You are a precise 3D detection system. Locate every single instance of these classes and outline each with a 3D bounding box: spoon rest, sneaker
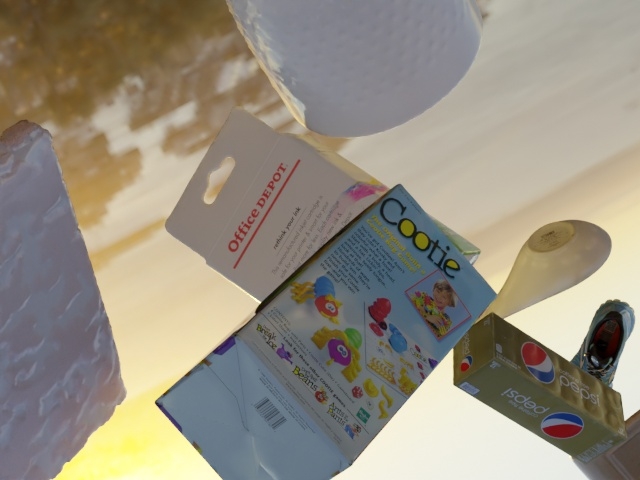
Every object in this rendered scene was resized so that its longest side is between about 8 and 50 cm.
[{"bbox_3d":[0.273,0.051,2.103,0.276,0.084,0.137,-23,-151,6],"label":"spoon rest"},{"bbox_3d":[0.331,0.149,1.846,0.073,0.063,0.162,-13,121,-74],"label":"sneaker"}]

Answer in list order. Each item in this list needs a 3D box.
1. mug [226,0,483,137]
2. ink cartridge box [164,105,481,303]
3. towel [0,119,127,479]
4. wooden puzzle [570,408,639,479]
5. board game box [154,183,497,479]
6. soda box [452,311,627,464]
[{"bbox_3d":[0.049,-0.364,1.843,0.374,0.276,0.328,-42,133,-8],"label":"mug"},{"bbox_3d":[0.000,0.000,1.948,0.207,0.353,0.119,-58,165,12],"label":"ink cartridge box"},{"bbox_3d":[-0.294,0.118,1.175,0.332,0.053,0.317,-48,145,-34],"label":"towel"},{"bbox_3d":[0.416,0.220,1.701,0.239,0.044,0.221,-36,132,8],"label":"wooden puzzle"},{"bbox_3d":[0.011,0.094,1.343,0.142,0.144,0.275,-41,-179,44],"label":"board game box"},{"bbox_3d":[0.213,0.145,1.470,0.058,0.181,0.061,-39,-149,34],"label":"soda box"}]
